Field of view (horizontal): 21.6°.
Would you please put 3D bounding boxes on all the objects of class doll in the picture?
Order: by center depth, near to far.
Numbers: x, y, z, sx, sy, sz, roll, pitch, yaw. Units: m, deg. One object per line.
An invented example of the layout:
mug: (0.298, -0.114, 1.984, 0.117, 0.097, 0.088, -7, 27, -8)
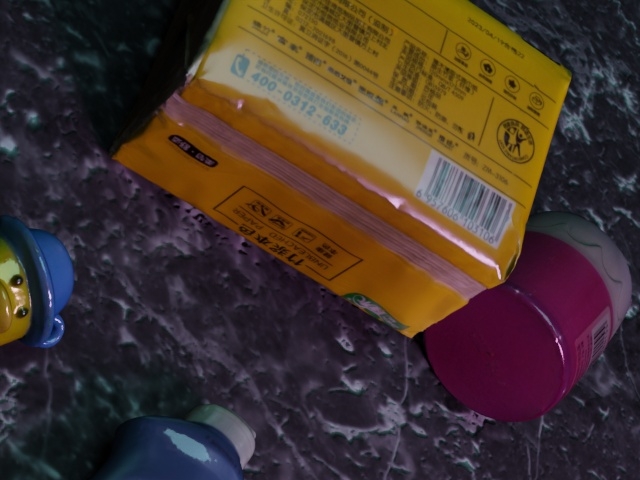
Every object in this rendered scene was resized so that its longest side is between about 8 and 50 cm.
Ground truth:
doll: (-0.352, 0.017, 1.363, 0.363, 0.145, 0.199, 29, 89, -40)

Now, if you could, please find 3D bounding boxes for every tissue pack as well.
tissue pack: (0.024, -0.130, 1.683, 0.382, 0.228, 0.293, 32, 59, -19)

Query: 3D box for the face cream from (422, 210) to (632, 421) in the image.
face cream: (0.230, 0.080, 1.835, 0.175, 0.175, 0.195, 56, 41, -3)

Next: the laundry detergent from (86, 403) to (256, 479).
laundry detergent: (-0.149, 0.239, 1.452, 0.143, 0.094, 0.290, 45, 40, -6)
